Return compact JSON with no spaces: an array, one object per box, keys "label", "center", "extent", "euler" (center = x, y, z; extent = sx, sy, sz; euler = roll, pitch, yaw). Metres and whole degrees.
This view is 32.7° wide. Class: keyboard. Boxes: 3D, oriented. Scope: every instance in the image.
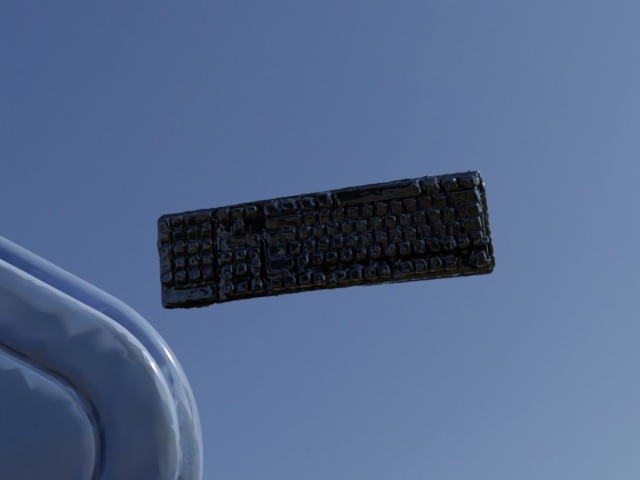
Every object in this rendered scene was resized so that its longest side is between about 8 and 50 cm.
[{"label":"keyboard","center":[0.000,0.000,0.741],"extent":[0.231,0.072,0.023],"euler":[-7,-11,7]}]

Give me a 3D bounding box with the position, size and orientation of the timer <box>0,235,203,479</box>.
[{"label":"timer","center":[-0.271,0.147,0.503],"extent":[0.395,0.395,0.173],"euler":[-13,-15,-9]}]
